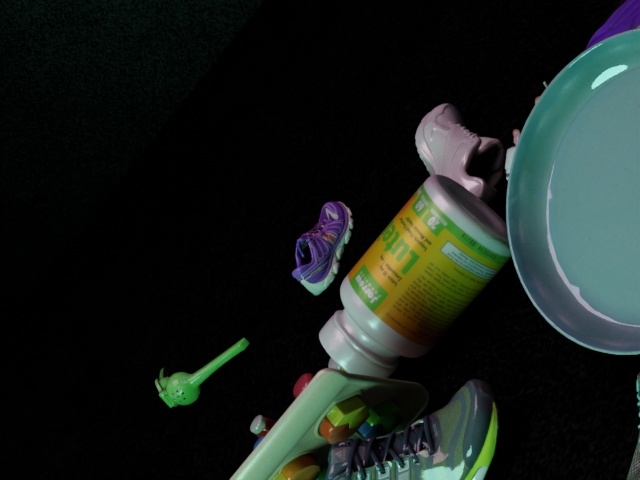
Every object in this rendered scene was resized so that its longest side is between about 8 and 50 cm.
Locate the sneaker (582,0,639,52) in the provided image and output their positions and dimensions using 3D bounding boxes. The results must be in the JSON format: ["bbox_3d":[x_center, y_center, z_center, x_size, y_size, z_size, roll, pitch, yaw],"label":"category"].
[{"bbox_3d":[0.393,-0.252,1.621,0.293,0.102,0.146,-27,34,54],"label":"sneaker"}]

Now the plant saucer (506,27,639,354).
[{"bbox_3d":[0.312,-0.047,1.412,0.317,0.044,0.317,-11,76,48],"label":"plant saucer"}]

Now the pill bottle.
[{"bbox_3d":[0.111,0.053,1.754,0.245,0.136,0.136,-51,21,16],"label":"pill bottle"}]

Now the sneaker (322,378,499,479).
[{"bbox_3d":[0.075,0.250,1.557,0.300,0.121,0.111,-48,22,23],"label":"sneaker"}]

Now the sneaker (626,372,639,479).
[{"bbox_3d":[0.298,0.146,1.268,0.166,0.076,0.065,-61,19,-12],"label":"sneaker"}]

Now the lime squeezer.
[{"bbox_3d":[-0.229,0.225,2.398,0.310,0.059,0.110,-25,37,57],"label":"lime squeezer"}]

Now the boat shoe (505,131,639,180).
[{"bbox_3d":[0.311,-0.067,1.566,0.302,0.109,0.094,-5,89,62],"label":"boat shoe"}]

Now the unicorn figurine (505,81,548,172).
[{"bbox_3d":[0.274,-0.134,1.773,0.111,0.060,0.162,-92,11,-63],"label":"unicorn figurine"}]

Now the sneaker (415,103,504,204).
[{"bbox_3d":[0.194,-0.108,1.909,0.115,0.090,0.232,-37,36,29],"label":"sneaker"}]

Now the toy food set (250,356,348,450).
[{"bbox_3d":[-0.020,0.224,1.841,0.111,0.104,0.232,-37,27,43],"label":"toy food set"}]

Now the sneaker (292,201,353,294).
[{"bbox_3d":[0.000,0.000,2.190,0.068,0.071,0.170,-37,27,42],"label":"sneaker"}]

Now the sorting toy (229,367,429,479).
[{"bbox_3d":[0.017,0.232,1.645,0.193,0.208,0.038,-51,55,14],"label":"sorting toy"}]
